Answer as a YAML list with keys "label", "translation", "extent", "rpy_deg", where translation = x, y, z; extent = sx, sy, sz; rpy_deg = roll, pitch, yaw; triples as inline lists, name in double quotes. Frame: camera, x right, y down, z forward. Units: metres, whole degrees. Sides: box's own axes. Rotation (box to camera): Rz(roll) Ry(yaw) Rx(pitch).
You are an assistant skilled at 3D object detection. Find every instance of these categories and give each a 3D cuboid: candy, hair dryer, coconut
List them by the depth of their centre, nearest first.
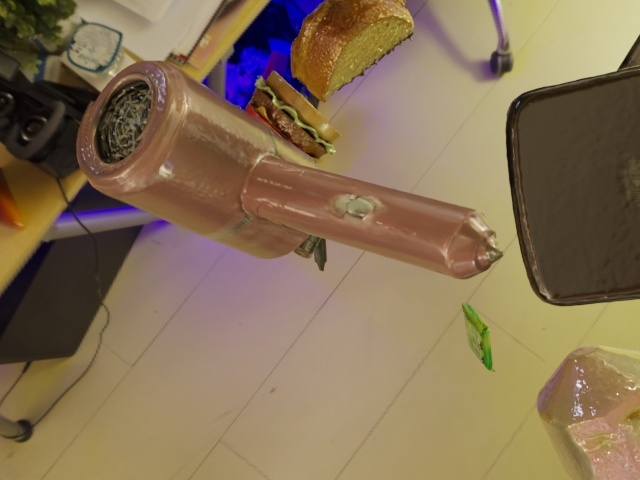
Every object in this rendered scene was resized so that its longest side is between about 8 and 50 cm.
- label: "hair dryer"
  translation: [-0.018, -0.043, 0.510]
  extent: [0.353, 0.210, 0.125]
  rpy_deg: [16, 83, 38]
- label: "coconut"
  translation: [0.499, 0.296, 1.070]
  extent: [0.233, 0.233, 0.245]
  rpy_deg: [-28, 101, -4]
- label: "hair dryer"
  translation: [0.007, -0.009, 1.392]
  extent: [0.050, 0.194, 0.173]
  rpy_deg: [23, 69, 18]
- label: "candy"
  translation: [0.372, 0.231, 1.465]
  extent: [0.032, 0.178, 0.102]
  rpy_deg: [-25, 44, -4]

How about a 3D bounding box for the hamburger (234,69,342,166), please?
- label: "hamburger"
  translation: [-0.102, -0.268, 1.555]
  extent: [0.274, 0.274, 0.212]
  rpy_deg: [45, 99, 6]

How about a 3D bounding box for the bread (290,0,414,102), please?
- label: "bread"
  translation: [0.049, -0.385, 1.141]
  extent: [0.260, 0.134, 0.129]
  rpy_deg: [-38, 63, 7]

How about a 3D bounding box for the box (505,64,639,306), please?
- label: "box"
  translation: [0.170, -0.031, 0.340]
  extent: [0.125, 0.027, 0.126]
  rpy_deg: [-9, 90, 20]

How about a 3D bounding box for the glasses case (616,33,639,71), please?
- label: "glasses case"
  translation: [0.622, -0.322, 1.202]
  extent: [0.060, 0.114, 0.299]
  rpy_deg: [49, 121, 42]
